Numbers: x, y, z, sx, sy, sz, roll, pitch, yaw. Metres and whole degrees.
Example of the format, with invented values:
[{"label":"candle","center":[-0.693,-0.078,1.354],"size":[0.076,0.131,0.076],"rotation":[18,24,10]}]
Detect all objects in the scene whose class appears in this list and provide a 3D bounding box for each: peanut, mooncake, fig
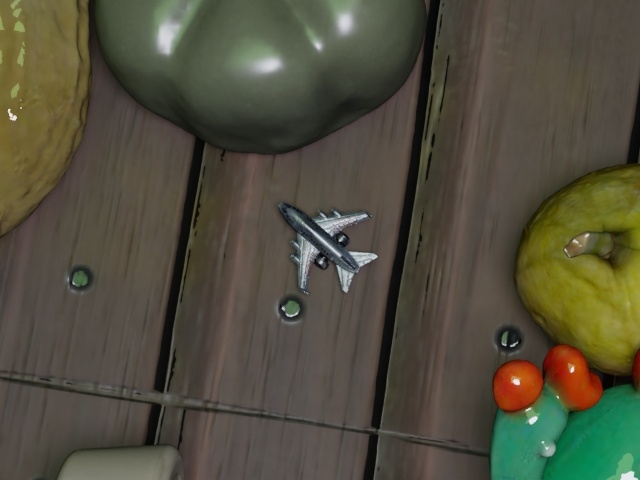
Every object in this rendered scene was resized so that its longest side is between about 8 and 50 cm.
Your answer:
[{"label":"peanut","center":[-0.259,-0.148,1.321],"size":[0.174,0.158,0.340],"rotation":[-4,79,-8]},{"label":"mooncake","center":[-0.049,-0.202,1.328],"size":[0.275,0.135,0.275],"rotation":[-2,73,6]},{"label":"fig","center":[0.200,0.014,1.198],"size":[0.159,0.257,0.159],"rotation":[-2,84,19]}]

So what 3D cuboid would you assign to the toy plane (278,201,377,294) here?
[{"label":"toy plane","center":[0.000,0.000,1.328],"size":[0.083,0.031,0.078],"rotation":[40,84,12]}]

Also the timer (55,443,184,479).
[{"label":"timer","center":[-0.238,0.216,1.220],"size":[0.266,0.175,0.175],"rotation":[6,78,3]}]

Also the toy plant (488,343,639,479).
[{"label":"toy plant","center":[0.144,0.235,1.187],"size":[0.400,0.185,0.279],"rotation":[-44,95,-8]}]
